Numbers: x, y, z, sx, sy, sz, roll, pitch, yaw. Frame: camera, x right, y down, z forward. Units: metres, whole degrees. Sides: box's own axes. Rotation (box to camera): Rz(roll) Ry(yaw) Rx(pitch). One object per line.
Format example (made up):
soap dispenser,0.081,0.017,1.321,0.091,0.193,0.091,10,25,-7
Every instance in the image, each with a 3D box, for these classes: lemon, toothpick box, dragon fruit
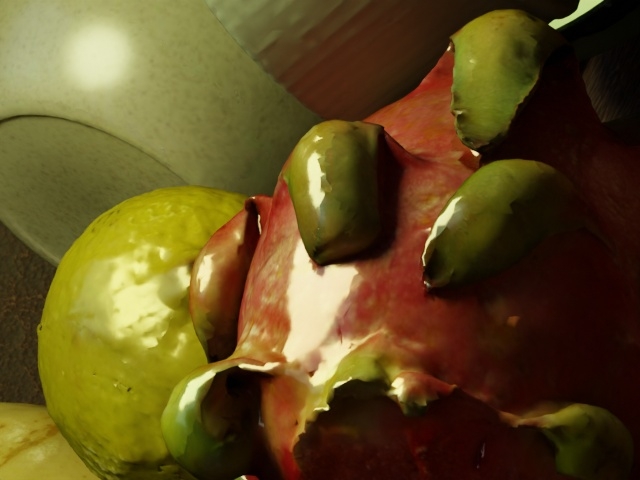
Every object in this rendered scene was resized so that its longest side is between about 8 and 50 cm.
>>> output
lemon,-0.094,0.086,1.313,0.284,0.260,0.260,111,-178,-87
toothpick box,-0.099,-0.181,1.569,0.425,0.409,0.409,-63,7,-32
dragon fruit,0.073,0.036,0.727,0.307,0.228,0.243,26,-111,-64

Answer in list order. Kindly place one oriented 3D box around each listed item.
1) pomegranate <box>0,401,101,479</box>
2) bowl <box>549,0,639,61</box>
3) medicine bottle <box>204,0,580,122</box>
pomegranate,-0.275,0.304,1.518,0.342,0.342,0.342,-62,11,21
bowl,0.128,-0.256,1.012,0.185,0.354,0.354,8,-68,-55
medicine bottle,0.119,-0.230,0.769,0.384,0.224,0.224,-38,22,23
